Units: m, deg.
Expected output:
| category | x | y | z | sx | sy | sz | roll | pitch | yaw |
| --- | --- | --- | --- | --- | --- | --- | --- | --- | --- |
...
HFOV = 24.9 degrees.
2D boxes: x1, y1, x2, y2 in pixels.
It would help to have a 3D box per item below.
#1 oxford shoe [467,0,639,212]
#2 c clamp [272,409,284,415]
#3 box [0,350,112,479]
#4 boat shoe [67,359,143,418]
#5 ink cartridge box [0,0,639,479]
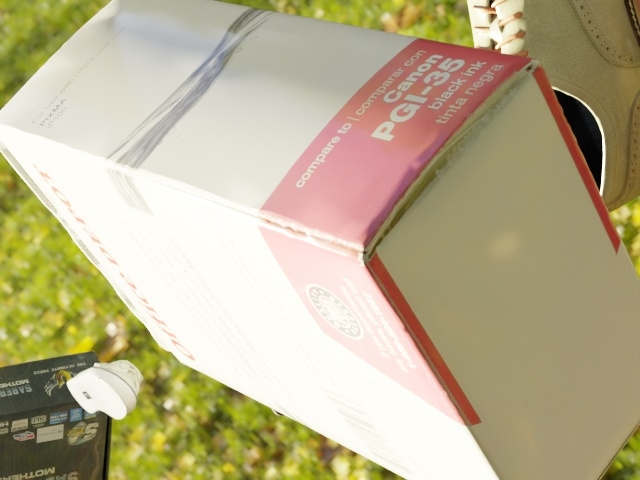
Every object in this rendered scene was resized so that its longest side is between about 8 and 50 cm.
| category | x | y | z | sx | sy | sz | roll | pitch | yaw |
| --- | --- | --- | --- | --- | --- | --- | --- | --- | --- |
| oxford shoe | 0.186 | -0.201 | 1.234 | 0.146 | 0.397 | 0.140 | -41 | 13 | -28 |
| c clamp | -0.007 | 0.115 | 1.220 | 0.160 | 0.137 | 0.022 | -8 | 25 | 43 |
| box | -0.291 | 0.193 | 1.185 | 0.232 | 0.183 | 0.059 | -8 | 41 | -24 |
| boat shoe | -0.130 | 0.089 | 0.912 | 0.035 | 0.035 | 0.100 | -39 | 8 | -22 |
| ink cartridge box | 0.000 | 0.000 | 0.695 | 0.283 | 0.207 | 0.117 | 20 | 62 | 46 |
